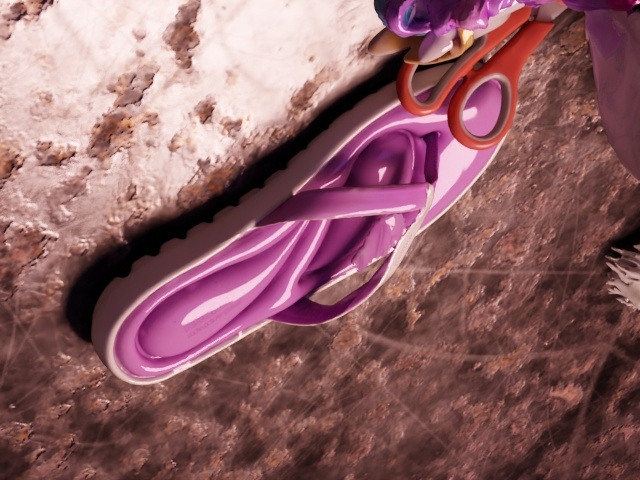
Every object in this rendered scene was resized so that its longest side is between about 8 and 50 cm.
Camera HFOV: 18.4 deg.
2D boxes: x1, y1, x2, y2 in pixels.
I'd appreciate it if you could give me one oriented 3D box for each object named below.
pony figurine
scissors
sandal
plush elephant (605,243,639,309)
[{"bbox_3d":[0.224,-0.215,1.454,0.363,0.351,0.302,-27,102,-7],"label":"pony figurine"},{"bbox_3d":[0.183,-0.202,1.643,0.109,0.021,0.297,43,80,-13],"label":"scissors"},{"bbox_3d":[0.005,0.008,1.662,0.416,0.102,0.169,-35,142,-4],"label":"sandal"},{"bbox_3d":[0.480,0.048,1.970,0.255,0.330,0.272,-44,161,-29],"label":"plush elephant"}]
